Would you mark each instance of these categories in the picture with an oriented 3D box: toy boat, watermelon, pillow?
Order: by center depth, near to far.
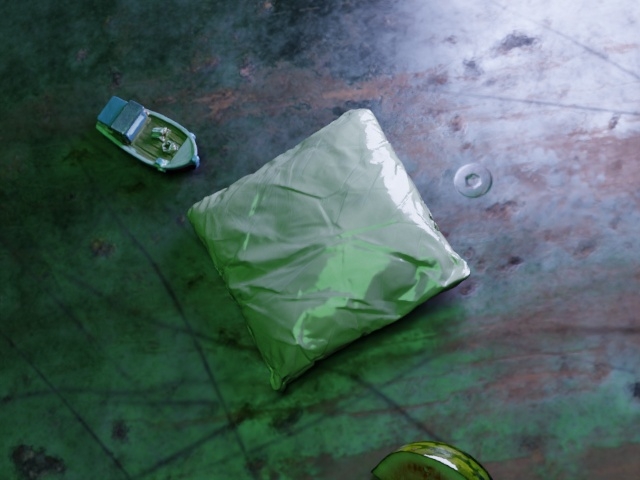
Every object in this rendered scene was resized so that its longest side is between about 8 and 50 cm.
[{"bbox_3d":[0.147,0.264,1.402,0.163,0.087,0.069,30,40,19],"label":"watermelon"},{"bbox_3d":[0.002,0.000,1.521,0.274,0.076,0.281,-30,65,2],"label":"pillow"},{"bbox_3d":[-0.225,-0.137,1.636,0.173,0.059,0.069,30,78,22],"label":"toy boat"}]
